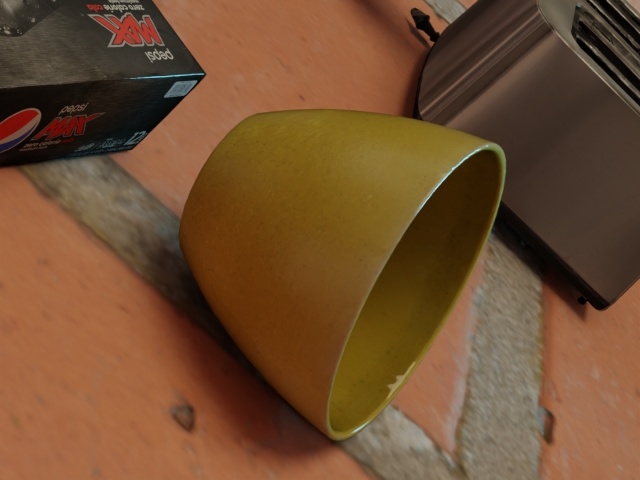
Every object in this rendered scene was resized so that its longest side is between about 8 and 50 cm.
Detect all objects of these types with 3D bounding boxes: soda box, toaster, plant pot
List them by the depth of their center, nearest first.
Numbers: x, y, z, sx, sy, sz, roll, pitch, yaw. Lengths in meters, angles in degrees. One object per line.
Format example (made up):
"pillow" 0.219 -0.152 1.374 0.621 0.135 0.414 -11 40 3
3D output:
"soda box" -0.118 -0.067 0.703 0.060 0.053 0.169 54 25 11
"plant pot" 0.000 0.000 0.734 0.095 0.134 0.134 29 20 18
"toaster" 0.141 -0.077 1.060 0.185 0.110 0.168 43 25 -10
